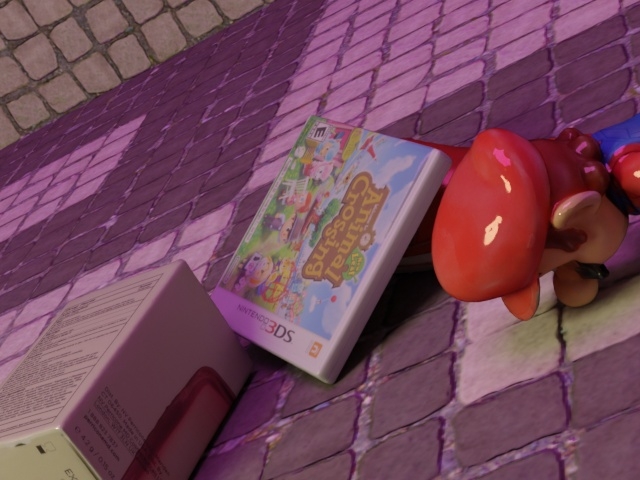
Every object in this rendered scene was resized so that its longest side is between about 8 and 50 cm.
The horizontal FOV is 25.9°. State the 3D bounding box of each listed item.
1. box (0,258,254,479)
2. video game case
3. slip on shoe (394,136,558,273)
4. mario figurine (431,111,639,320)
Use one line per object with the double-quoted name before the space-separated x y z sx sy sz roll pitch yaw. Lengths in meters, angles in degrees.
"box" -0.180 0.144 1.158 0.149 0.126 0.232 -20 23 32
"video game case" 0.000 0.000 1.205 0.193 0.023 0.212 22 81 53
"slip on shoe" 0.093 -0.041 1.232 0.331 0.101 0.123 -12 26 42
"mario figurine" 0.234 -0.026 1.016 0.321 0.170 0.198 -23 -17 -5
